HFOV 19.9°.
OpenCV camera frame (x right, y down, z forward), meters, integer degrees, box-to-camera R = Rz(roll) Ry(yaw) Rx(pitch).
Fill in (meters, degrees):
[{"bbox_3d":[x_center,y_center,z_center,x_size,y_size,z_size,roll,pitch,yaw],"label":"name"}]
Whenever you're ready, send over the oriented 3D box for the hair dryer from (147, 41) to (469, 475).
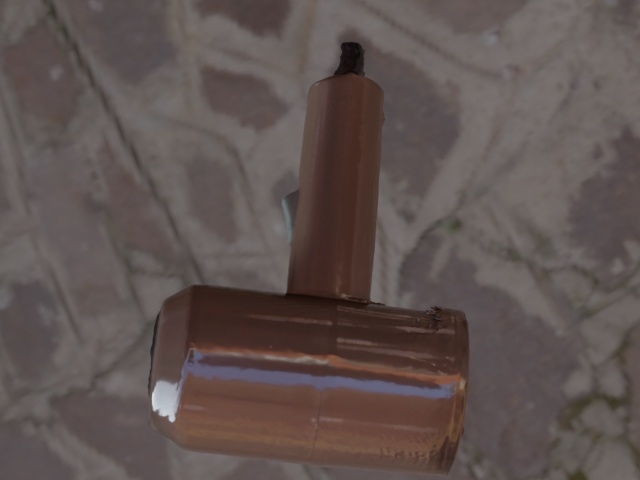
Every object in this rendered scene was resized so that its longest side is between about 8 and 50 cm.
[{"bbox_3d":[0.000,0.000,0.704,0.064,0.117,0.182,102,174,-60],"label":"hair dryer"}]
